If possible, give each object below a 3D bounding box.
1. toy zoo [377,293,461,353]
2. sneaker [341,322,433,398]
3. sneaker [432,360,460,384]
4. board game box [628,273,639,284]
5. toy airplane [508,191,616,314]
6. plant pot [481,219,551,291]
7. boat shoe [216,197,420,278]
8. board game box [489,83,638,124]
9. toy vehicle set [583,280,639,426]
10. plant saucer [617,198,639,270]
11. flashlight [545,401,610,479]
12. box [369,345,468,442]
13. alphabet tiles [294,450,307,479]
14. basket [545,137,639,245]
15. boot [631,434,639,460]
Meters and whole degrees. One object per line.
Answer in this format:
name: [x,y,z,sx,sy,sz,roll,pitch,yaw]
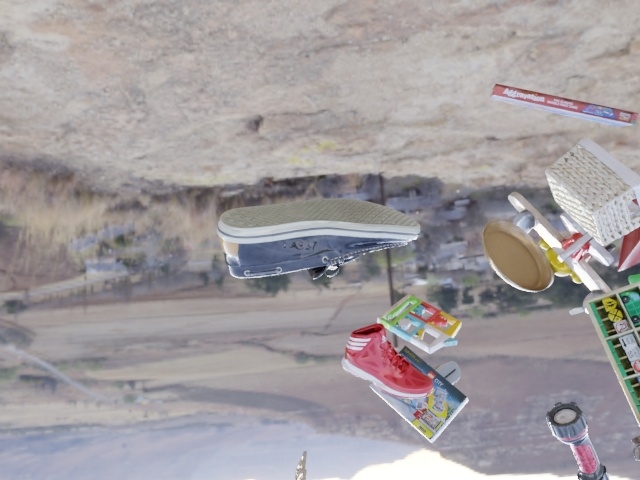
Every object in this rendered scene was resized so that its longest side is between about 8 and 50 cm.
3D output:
toy zoo: [0.382,0.312,2.536,0.293,0.030,0.192,27,-135,36]
sneaker: [0.157,0.269,1.560,0.221,0.128,0.087,16,-150,14]
sneaker: [0.331,0.449,2.109,0.258,0.094,0.091,-13,162,-45]
board game box: [1.062,0.209,2.129,0.124,0.259,0.039,-18,-166,46]
toy airplane: [0.741,0.053,2.084,0.272,0.386,0.384,-42,120,16]
plant pot: [0.533,0.046,1.892,0.236,0.236,0.032,5,143,-32]
boat shoe: [0.000,0.000,1.649,0.500,0.156,0.187,-5,-154,-19]
board game box: [0.497,-0.281,1.431,0.281,0.027,0.145,14,-171,8]
toy vehicle set: [0.654,0.213,1.356,0.166,0.266,0.035,-23,150,15]
plant saucer: [0.882,-0.068,1.868,0.048,0.258,0.259,14,160,15]
flashlight: [0.722,0.588,1.909,0.103,0.304,0.103,-26,-158,3]
box: [0.277,0.432,1.949,0.159,0.233,0.044,-46,151,-8]
alphabet tiles: [-0.066,0.713,1.778,0.011,0.285,0.342,9,150,-3]
basket: [0.501,-0.087,1.248,0.103,0.167,0.113,-34,132,3]
boot: [0.906,0.590,1.883,0.087,0.118,0.042,-14,162,12]
